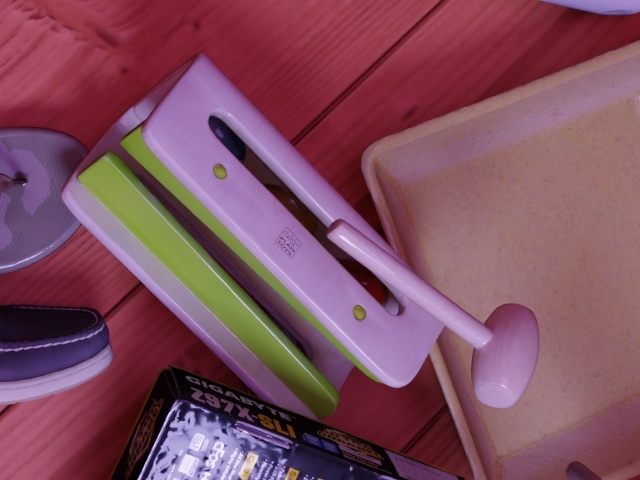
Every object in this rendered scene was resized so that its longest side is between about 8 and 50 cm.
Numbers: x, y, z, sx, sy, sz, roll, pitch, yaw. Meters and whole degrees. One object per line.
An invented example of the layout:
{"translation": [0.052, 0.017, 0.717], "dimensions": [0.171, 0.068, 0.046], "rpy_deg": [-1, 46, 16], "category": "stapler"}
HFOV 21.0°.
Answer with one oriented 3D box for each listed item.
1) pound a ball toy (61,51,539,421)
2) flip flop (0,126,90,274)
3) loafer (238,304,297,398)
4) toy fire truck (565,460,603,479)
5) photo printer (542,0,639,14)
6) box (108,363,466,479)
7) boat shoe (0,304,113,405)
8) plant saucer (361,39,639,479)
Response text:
{"translation": [0.000, 0.000, 1.267], "dimensions": [0.319, 0.208, 0.136], "rpy_deg": [45, 46, -13], "category": "pound a ball toy"}
{"translation": [-0.296, -0.028, 1.253], "dimensions": [0.277, 0.080, 0.112], "rpy_deg": [-2, 88, -22], "category": "flip flop"}
{"translation": [-0.030, 0.122, 1.359], "dimensions": [0.056, 0.050, 0.148], "rpy_deg": [-16, 93, -20], "category": "loafer"}
{"translation": [0.204, 0.270, 1.313], "dimensions": [0.158, 0.217, 0.246], "rpy_deg": [-3, 106, -38], "category": "toy fire truck"}
{"translation": [0.183, -0.327, 1.426], "dimensions": [0.307, 0.107, 0.256], "rpy_deg": [9, 85, -20], "category": "photo printer"}
{"translation": [-0.063, 0.285, 1.277], "dimensions": [0.257, 0.079, 0.322], "rpy_deg": [22, 99, -19], "category": "box"}
{"translation": [-0.285, 0.064, 1.231], "dimensions": [0.285, 0.103, 0.092], "rpy_deg": [-3, 107, -21], "category": "boat shoe"}
{"translation": [0.216, 0.028, 1.437], "dimensions": [0.333, 0.081, 0.333], "rpy_deg": [-22, 94, -19], "category": "plant saucer"}
